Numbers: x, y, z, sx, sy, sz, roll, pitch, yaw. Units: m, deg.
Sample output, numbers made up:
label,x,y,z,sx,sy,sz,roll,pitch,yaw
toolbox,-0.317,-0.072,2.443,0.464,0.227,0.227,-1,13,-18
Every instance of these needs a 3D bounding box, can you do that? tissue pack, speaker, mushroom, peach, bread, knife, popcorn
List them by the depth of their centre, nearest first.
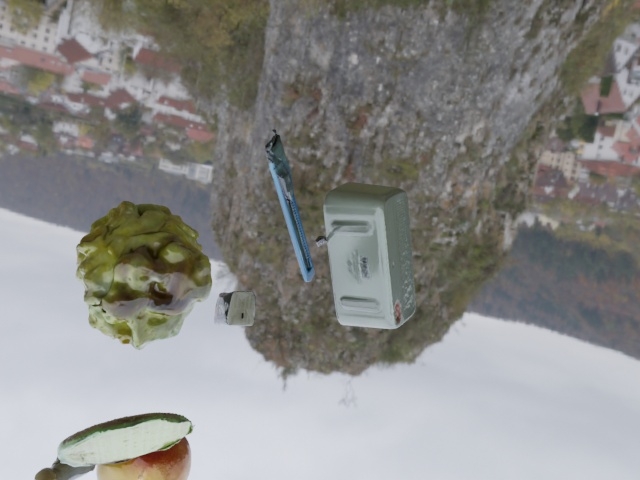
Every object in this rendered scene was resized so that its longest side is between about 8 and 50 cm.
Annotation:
label,x,y,z,sx,sy,sz,roll,pitch,yaw
knife,-0.049,-0.052,1.139,0.026,0.297,0.044,1,-147,27
popcorn,-0.392,0.063,1.409,0.312,0.312,0.312,11,-177,-1
bread,-0.428,0.440,1.440,0.301,0.045,0.301,-14,154,-7
speaker,0.145,0.046,1.816,0.184,0.406,0.183,5,-159,33
mushroom,-0.719,0.646,1.826,0.099,0.096,0.278,56,-169,4
tissue pack,-0.250,0.200,1.880,0.090,0.103,0.170,11,169,-23
peach,-0.531,0.682,2.003,0.289,0.308,0.289,32,-152,-20

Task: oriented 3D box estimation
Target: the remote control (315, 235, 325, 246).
label,x,y,z,sx,sy,sz,roll,pitch,yaw
remote control,0.000,0.000,1.740,0.034,0.016,0.091,-32,173,-2
